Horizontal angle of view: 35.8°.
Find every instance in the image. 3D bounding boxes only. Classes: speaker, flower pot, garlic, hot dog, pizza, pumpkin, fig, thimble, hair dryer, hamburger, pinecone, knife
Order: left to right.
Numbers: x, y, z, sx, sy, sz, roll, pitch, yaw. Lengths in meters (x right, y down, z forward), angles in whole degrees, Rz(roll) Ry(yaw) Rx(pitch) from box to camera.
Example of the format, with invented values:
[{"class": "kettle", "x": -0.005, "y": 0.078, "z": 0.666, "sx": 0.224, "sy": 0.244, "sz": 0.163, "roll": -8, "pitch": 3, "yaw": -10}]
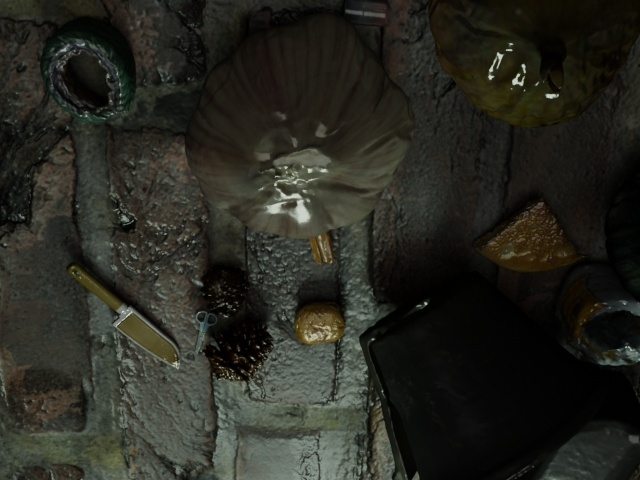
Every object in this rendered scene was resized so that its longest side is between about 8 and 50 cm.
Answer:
[{"class": "thimble", "x": -0.321, "y": -0.234, "z": 1.370, "sx": 0.118, "sy": 0.090, "sz": 0.135, "roll": -15, "pitch": 117, "yaw": 8}, {"class": "knife", "x": -0.310, "y": 0.123, "z": 1.575, "sx": 0.046, "sy": 0.022, "sz": 0.256, "roll": -41, "pitch": 115, "yaw": 9}, {"class": "pinecone", "x": -0.148, "y": 0.078, "z": 1.537, "sx": 0.077, "sy": 0.077, "sz": 0.083, "roll": 1, "pitch": 141, "yaw": -3}, {"class": "pinecone", "x": -0.126, "y": 0.178, "z": 1.573, "sx": 0.109, "sy": 0.102, "sz": 0.102, "roll": -26, "pitch": 114, "yaw": -2}, {"class": "garlic", "x": -0.031, "y": -0.136, "z": 1.336, "sx": 0.317, "sy": 0.259, "sz": 0.318, "roll": -1, "pitch": 111, "yaw": -2}, {"class": "hamburger", "x": -0.001, "y": 0.131, "z": 1.580, "sx": 0.083, "sy": 0.044, "sz": 0.076, "roll": -9, "pitch": 115, "yaw": 5}, {"class": "hot dog", "x": 0.000, "y": 0.000, "z": 1.531, "sx": 0.037, "sy": 0.021, "sz": 0.083, "roll": 0, "pitch": 120, "yaw": 21}, {"class": "hair dryer", "x": 0.066, "y": -0.354, "z": 1.362, "sx": 0.063, "sy": 0.037, "sz": 0.114, "roll": 4, "pitch": 108, "yaw": -6}, {"class": "flower pot", "x": 0.216, "y": 0.199, "z": 1.494, "sx": 0.379, "sy": 0.379, "sz": 0.251, "roll": -32, "pitch": 90, "yaw": 12}, {"class": "pizza", "x": 0.323, "y": -0.009, "z": 1.527, "sx": 0.178, "sy": 0.041, "sz": 0.131, "roll": -6, "pitch": 118, "yaw": 1}, {"class": "speaker", "x": 0.366, "y": 0.392, "z": 1.648, "sx": 0.184, "sy": 0.180, "sz": 0.388, "roll": 23, "pitch": 113, "yaw": -7}, {"class": "fig", "x": 0.280, "y": -0.246, "z": 1.244, "sx": 0.286, "sy": 0.369, "sz": 0.286, "roll": 2, "pitch": 124, "yaw": 3}, {"class": "thimble", "x": 0.452, "y": 0.115, "z": 1.548, "sx": 0.151, "sy": 0.118, "sz": 0.127, "roll": 14, "pitch": 117, "yaw": -11}, {"class": "pumpkin", "x": 0.534, "y": -0.008, "z": 1.449, "sx": 0.249, "sy": 0.216, "sz": 0.250, "roll": 0, "pitch": 83, "yaw": -3}]

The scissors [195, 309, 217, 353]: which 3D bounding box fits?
[{"class": "scissors", "x": -0.192, "y": 0.150, "z": 1.602, "sx": 0.036, "sy": 0.006, "sz": 0.083, "roll": 17, "pitch": 114, "yaw": -7}]
